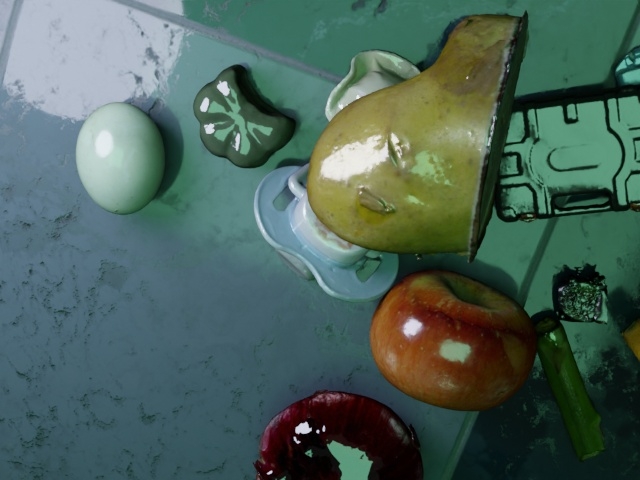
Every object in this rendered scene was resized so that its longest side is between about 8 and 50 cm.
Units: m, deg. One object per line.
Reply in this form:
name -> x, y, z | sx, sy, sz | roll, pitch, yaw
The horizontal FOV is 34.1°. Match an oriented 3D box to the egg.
egg -> -0.338, -0.138, 1.770 | 0.149, 0.149, 0.192 | 2, 109, 5

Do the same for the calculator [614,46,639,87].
calculator -> 0.563, -0.221, 1.727 | 0.121, 0.039, 0.210 | -16, 100, 11

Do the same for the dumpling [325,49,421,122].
dumpling -> 0.091, -0.251, 1.735 | 0.169, 0.100, 0.134 | -6, 92, 5

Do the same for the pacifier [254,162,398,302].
pacifier -> 0.000, 0.000, 1.777 | 0.279, 0.227, 0.207 | 41, 135, -1

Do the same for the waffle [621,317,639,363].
waffle -> 0.594, 0.267, 1.735 | 0.055, 0.221, 0.248 | -28, 98, 10

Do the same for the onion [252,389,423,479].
onion -> 0.031, 0.411, 1.810 | 0.313, 0.232, 0.314 | 1, 102, 7

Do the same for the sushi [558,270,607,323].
sushi -> 0.452, 0.096, 1.799 | 0.083, 0.056, 0.085 | 0, 104, 13

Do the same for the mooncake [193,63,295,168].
mooncake -> -0.128, -0.208, 1.763 | 0.175, 0.104, 0.169 | 13, 97, -1

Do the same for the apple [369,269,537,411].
apple -> 0.218, 0.173, 1.736 | 0.271, 0.251, 0.207 | 12, 107, -22

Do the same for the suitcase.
suitcase -> 0.423, -0.141, 1.721 | 0.285, 0.066, 0.206 | -6, 101, 17

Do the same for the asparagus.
asparagus -> 0.438, 0.269, 1.829 | 0.067, 0.060, 0.278 | -16, 102, 38

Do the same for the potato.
potato -> 0.138, -0.172, 1.595 | 0.295, 0.290, 0.397 | 10, 97, 12
